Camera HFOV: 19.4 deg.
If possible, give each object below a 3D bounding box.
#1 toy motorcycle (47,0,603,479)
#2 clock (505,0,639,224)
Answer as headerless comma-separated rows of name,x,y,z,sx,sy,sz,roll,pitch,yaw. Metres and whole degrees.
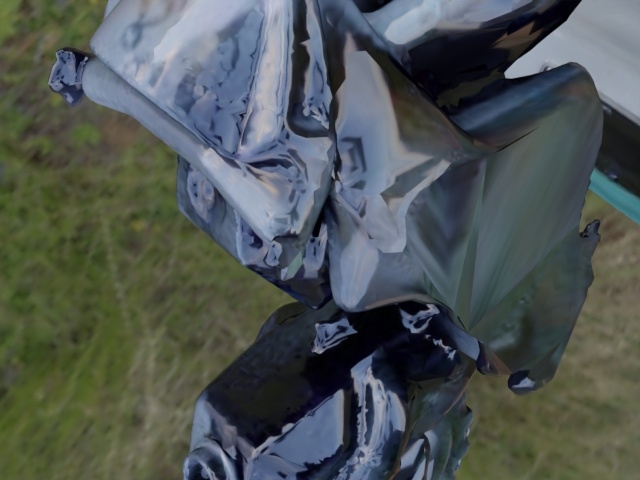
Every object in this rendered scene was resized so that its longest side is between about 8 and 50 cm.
toy motorcycle,0.000,0.000,0.539,0.106,0.159,0.270,41,130,40
clock,0.222,-0.061,0.804,0.231,0.262,0.116,4,110,-24
